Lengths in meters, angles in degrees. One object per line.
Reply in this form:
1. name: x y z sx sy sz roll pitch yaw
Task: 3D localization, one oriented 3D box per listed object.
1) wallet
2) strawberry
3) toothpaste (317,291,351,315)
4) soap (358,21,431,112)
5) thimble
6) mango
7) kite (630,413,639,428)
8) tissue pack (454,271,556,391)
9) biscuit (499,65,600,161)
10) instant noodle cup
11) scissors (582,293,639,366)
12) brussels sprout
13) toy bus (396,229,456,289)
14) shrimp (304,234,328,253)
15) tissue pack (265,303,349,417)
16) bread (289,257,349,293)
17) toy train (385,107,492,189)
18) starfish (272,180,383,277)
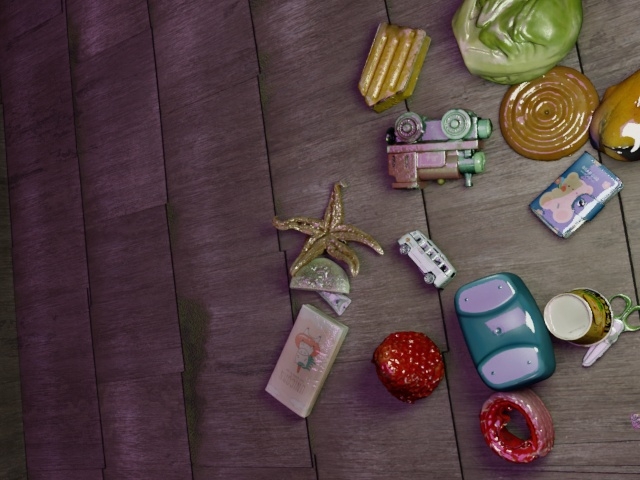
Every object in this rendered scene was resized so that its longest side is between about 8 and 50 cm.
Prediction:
1. wallet: 0.658 -0.112 1.486 0.202 0.059 0.141 -47 60 17
2. strawberry: 0.224 0.348 1.599 0.205 0.244 0.205 -5 81 31
3. toothpaste: 0.004 0.150 1.857 0.218 0.041 0.064 39 96 22
4. soap: 0.215 -0.515 1.749 0.160 0.080 0.257 25 100 30
5. thimble: 0.506 0.474 1.500 0.163 0.125 0.189 -35 71 26
6. mango: 0.780 -0.313 1.374 0.287 0.153 0.201 -38 73 23
7. kite: 0.795 0.433 1.408 0.078 0.002 0.044 -38 70 23
8. tissue pack: 0.474 0.232 1.477 0.198 0.206 0.287 -27 69 24
9. biscuit: 0.607 -0.341 1.541 0.262 0.037 0.261 -2 85 29
10. instant noodle cup: 0.632 0.189 1.433 0.151 0.122 0.151 -9 77 43
11. scissors: 0.724 0.233 1.446 0.101 0.027 0.204 42 106 30
12. brussels sprout: 0.507 -0.575 1.495 0.328 0.247 0.327 -8 75 30
13. toy bus: 0.306 0.050 1.664 0.089 0.087 0.194 -44 67 13
14. shrimp: 0.000 0.000 1.875 0.114 0.023 0.083 21 93 28
15. tissue pack: -0.047 0.384 1.850 0.170 0.071 0.325 29 101 26
16. bread: 0.002 0.107 1.833 0.193 0.036 0.112 5 72 12
17. toy train: 0.334 -0.259 1.640 0.304 0.150 0.221 0 98 28
18. starfish: 0.021 -0.029 1.816 0.375 0.094 0.327 6 74 14
